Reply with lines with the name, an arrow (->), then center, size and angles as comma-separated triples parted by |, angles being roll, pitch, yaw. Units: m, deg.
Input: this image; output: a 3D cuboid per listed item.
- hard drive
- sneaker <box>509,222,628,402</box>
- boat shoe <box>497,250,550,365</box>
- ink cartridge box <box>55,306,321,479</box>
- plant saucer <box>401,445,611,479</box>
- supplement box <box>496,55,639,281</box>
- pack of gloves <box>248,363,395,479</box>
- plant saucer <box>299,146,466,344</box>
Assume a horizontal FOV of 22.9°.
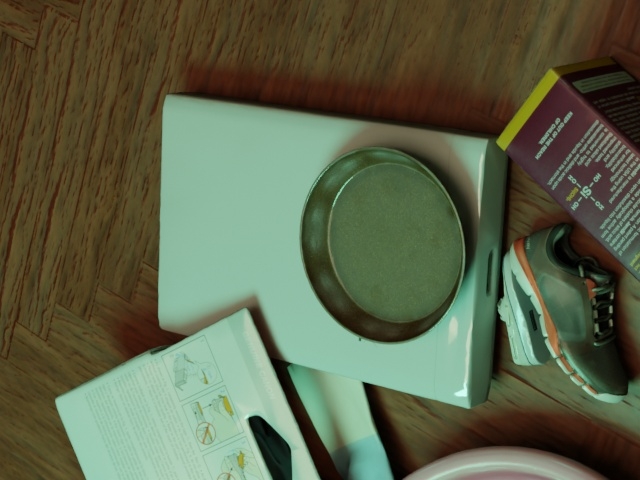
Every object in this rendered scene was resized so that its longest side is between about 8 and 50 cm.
hard drive -> 0.000, 0.000, 1.424 | 0.353, 0.047, 0.233 | 11, 105, 35
sneaker -> 0.214, 0.056, 1.282 | 0.065, 0.061, 0.158 | -35, 80, 30
boat shoe -> 0.165, 0.058, 1.333 | 0.035, 0.035, 0.100 | -11, 97, 43
ink cartridge box -> -0.101, 0.227, 1.492 | 0.239, 0.060, 0.275 | -27, 82, 23
plant saucer -> 0.162, 0.340, 1.314 | 0.332, 0.084, 0.332 | -9, 73, 29
supplement box -> 0.242, -0.048, 1.207 | 0.188, 0.104, 0.081 | 47, 124, 19
pack of gloves -> 0.002, 0.232, 1.498 | 0.195, 0.046, 0.232 | -28, 73, 36
plant saucer -> 0.057, 0.003, 1.334 | 0.168, 0.029, 0.168 | 7, 102, 37
